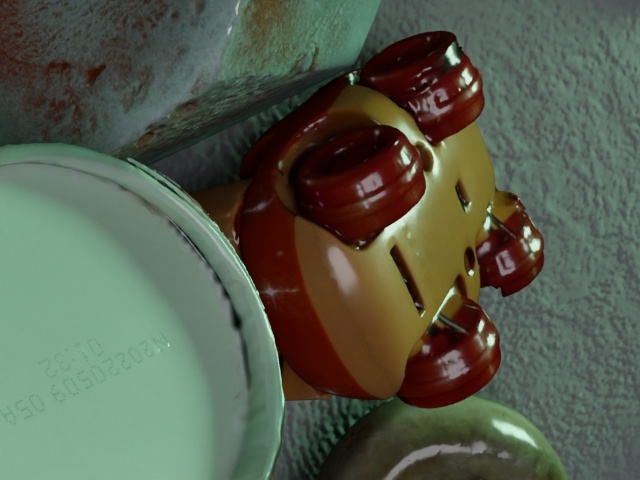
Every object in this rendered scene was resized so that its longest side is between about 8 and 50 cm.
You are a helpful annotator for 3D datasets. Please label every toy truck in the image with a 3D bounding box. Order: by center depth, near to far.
[{"bbox_3d":[0.000,0.000,0.823,0.189,0.239,0.265,64,36,-24],"label":"toy truck"}]

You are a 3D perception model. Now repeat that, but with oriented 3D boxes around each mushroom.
[{"bbox_3d":[0.096,0.217,0.876,0.207,0.215,0.207,-2,100,-12],"label":"mushroom"}]

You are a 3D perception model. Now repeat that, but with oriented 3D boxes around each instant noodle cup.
[{"bbox_3d":[-0.167,0.092,0.637,0.296,0.214,0.296,24,52,-35],"label":"instant noodle cup"}]

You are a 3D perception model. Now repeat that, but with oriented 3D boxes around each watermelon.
[{"bbox_3d":[-0.106,-0.149,0.708,0.320,0.214,0.289,35,81,-29],"label":"watermelon"}]
